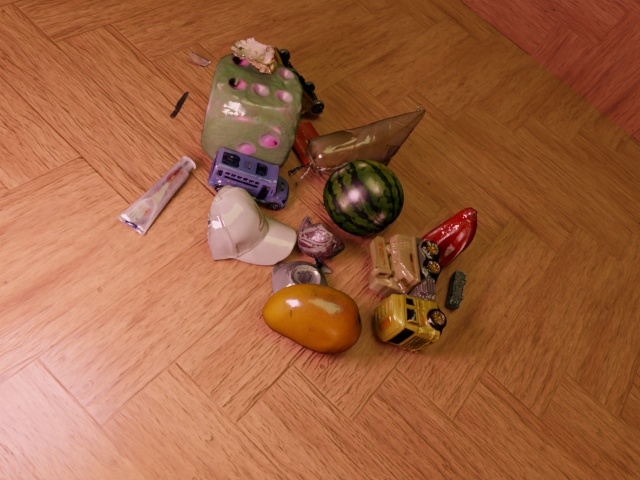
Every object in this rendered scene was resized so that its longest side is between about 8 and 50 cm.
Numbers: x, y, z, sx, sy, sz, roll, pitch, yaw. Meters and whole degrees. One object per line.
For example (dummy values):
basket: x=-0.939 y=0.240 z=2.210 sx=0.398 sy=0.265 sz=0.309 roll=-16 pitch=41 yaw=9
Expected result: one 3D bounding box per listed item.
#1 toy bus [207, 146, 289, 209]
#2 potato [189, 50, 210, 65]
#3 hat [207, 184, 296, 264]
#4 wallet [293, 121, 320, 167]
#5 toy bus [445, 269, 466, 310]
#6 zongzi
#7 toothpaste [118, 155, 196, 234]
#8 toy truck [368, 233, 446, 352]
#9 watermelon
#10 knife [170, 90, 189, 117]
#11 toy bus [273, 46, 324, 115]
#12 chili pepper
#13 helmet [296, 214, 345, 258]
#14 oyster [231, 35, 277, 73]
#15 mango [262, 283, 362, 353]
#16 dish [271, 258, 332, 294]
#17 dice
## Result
toy bus: x=-0.240 y=-0.220 z=1.813 sx=0.292 sy=0.133 sz=0.125 roll=17 pitch=53 yaw=-17
potato: x=-0.510 y=-0.752 z=2.128 sx=0.093 sy=0.036 sz=0.037 roll=20 pitch=15 yaw=-31
hat: x=-0.221 y=-0.049 z=1.704 sx=0.301 sy=0.168 sz=0.257 roll=18 pitch=55 yaw=-10
wallet: x=-0.050 y=-0.393 z=2.068 sx=0.142 sy=0.045 sz=0.204 roll=-19 pitch=67 yaw=-30
toy bus: x=0.504 y=0.186 z=1.906 sx=0.051 sy=0.061 sz=0.153 roll=26 pitch=55 yaw=-6
zongzi: x=0.118 y=-0.371 z=1.897 sx=0.447 sy=0.418 sz=0.181 roll=-3 pitch=63 yaw=-33
toothpaste: x=-0.536 y=-0.159 z=1.718 sx=0.100 sy=0.066 sz=0.323 roll=35 pitch=57 yaw=-4
toy truck: x=0.288 y=0.164 z=1.761 sx=0.254 sy=0.180 sz=0.405 roll=14 pitch=54 yaw=-16
watermelon: x=0.158 y=-0.156 z=1.851 sx=0.285 sy=0.285 sz=0.285 roll=10 pitch=56 yaw=-15
knife: x=-0.546 y=-0.532 z=1.984 sx=0.023 sy=0.010 sz=0.170 roll=26 pitch=51 yaw=-12
toy bus: x=-0.119 y=-0.619 z=2.072 sx=0.331 sy=0.151 sz=0.145 roll=36 pitch=27 yaw=-56
chili pepper: x=0.506 y=-0.016 z=1.927 sx=0.136 sy=0.252 sz=0.144 roll=16 pitch=44 yaw=-34
helmet: x=-0.015 y=0.008 z=1.764 sx=0.107 sy=0.153 sz=0.177 roll=-47 pitch=51 yaw=-12
oyster: x=-0.218 y=-0.631 z=1.749 sx=0.209 sy=0.072 sz=0.133 roll=23 pitch=51 yaw=21
mango: x=-0.023 y=0.237 z=1.585 sx=0.317 sy=0.211 sz=0.173 roll=14 pitch=26 yaw=-2
dish: x=-0.049 y=0.133 z=1.711 sx=0.224 sy=0.078 sz=0.246 roll=40 pitch=53 yaw=8
dice: x=-0.250 y=-0.456 z=1.853 sx=0.322 sy=0.330 sz=0.318 roll=12 pitch=56 yaw=-16
